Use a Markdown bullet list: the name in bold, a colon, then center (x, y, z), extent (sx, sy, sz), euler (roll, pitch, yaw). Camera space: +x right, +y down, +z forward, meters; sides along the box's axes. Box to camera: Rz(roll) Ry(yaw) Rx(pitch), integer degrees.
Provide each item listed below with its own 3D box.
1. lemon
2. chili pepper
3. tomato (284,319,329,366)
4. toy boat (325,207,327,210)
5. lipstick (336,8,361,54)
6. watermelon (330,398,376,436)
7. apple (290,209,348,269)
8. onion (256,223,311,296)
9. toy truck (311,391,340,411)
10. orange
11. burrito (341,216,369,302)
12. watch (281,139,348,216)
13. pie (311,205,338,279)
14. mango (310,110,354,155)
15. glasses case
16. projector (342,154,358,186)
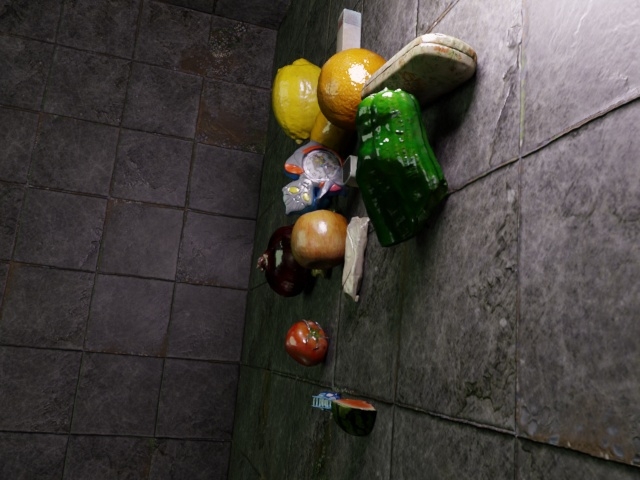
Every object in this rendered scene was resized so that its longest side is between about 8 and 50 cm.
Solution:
- **lemon**: center (-0.077, -0.606, 2.406), extent (0.316, 0.285, 0.285), euler (64, 159, 5)
- **chili pepper**: center (0.171, -0.170, 1.330), extent (0.213, 0.168, 0.384), euler (4, 105, 65)
- **tomato**: center (-0.052, 0.371, 2.001), extent (0.167, 0.167, 0.167), euler (-172, 90, -74)
- **toy boat**: center (0.002, -0.179, 2.282), extent (0.210, 0.052, 0.104), euler (-123, 41, -66)
- **lipstick**: center (0.105, -0.709, 2.145), extent (0.080, 0.076, 0.371), euler (140, 137, -65)
- **watermelon**: center (0.094, 0.476, 1.565), extent (0.094, 0.135, 0.125), euler (-45, -19, -45)
- **apple**: center (0.000, 0.000, 1.914), extent (0.211, 0.211, 0.187), euler (130, 138, -62)
- **onion**: center (-0.151, 0.082, 2.356), extent (0.314, 0.232, 0.313), euler (-173, 90, -76)
- **toy truck**: center (0.042, 0.519, 1.778), extent (0.136, 0.074, 0.063), euler (-3, 78, 32)
- **orange**: center (0.108, -0.468, 1.730), extent (0.264, 0.264, 0.264), euler (-172, 90, -74)
- **burrito**: center (0.109, 0.059, 1.768), extent (0.082, 0.059, 0.275), euler (2, 84, 60)
- **watch**: center (-0.031, -0.171, 2.008), extent (0.305, 0.241, 0.274), euler (-53, -6, -20)
- **pie**: center (0.017, 0.003, 2.115), extent (0.128, 0.068, 0.282), euler (-161, 84, -73)
- **mango**: center (0.063, -0.430, 2.042), extent (0.359, 0.144, 0.187), euler (-56, 41, 46)
- **glasses case**: center (0.230, -0.398, 1.388), extent (0.425, 0.157, 0.098), euler (173, 113, -74)
- **projector**: center (0.123, -0.223, 1.818), extent (0.083, 0.082, 0.083), euler (131, 144, -62)
